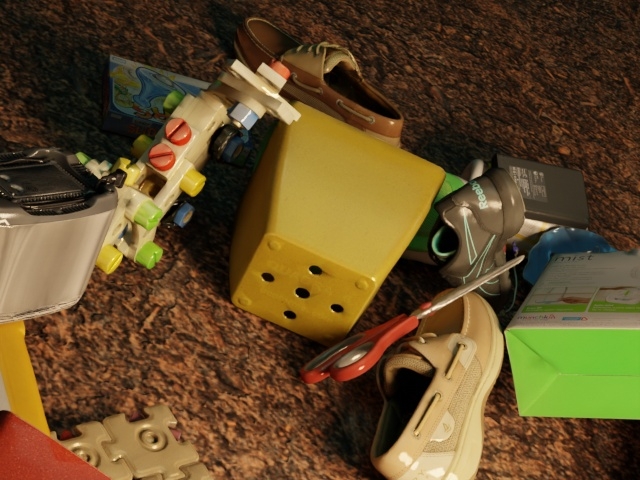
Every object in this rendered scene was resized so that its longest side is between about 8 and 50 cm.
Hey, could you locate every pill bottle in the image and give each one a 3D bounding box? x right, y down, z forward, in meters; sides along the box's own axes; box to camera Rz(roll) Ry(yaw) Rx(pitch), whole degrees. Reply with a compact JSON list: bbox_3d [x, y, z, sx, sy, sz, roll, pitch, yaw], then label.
[{"bbox_3d":[0.279,-0.035,2.067,0.184,0.103,0.103,24,35,-7],"label":"pill bottle"}]

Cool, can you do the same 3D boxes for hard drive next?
[{"bbox_3d":[0.304,-0.068,2.018,0.135,0.022,0.094,10,53,-16],"label":"hard drive"}]

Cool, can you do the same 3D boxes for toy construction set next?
[{"bbox_3d":[-0.173,-0.099,1.701,0.151,0.328,0.215,49,-4,15],"label":"toy construction set"}]

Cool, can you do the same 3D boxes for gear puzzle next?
[{"bbox_3d":[-0.251,0.263,1.383,0.339,0.044,0.175,-11,51,-39],"label":"gear puzzle"}]

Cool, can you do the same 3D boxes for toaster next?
[{"bbox_3d":[-0.309,-0.007,1.500,0.129,0.146,0.227,37,29,29],"label":"toaster"}]

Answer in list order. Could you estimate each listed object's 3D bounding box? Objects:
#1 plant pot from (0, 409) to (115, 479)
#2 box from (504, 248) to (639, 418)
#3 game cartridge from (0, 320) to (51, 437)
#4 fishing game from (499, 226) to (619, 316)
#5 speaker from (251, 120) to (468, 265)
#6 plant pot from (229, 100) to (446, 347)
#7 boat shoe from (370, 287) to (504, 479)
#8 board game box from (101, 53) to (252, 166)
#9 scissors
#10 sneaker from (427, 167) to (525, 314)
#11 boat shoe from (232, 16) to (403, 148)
[{"bbox_3d":[-0.215,0.339,1.117,0.267,0.267,0.235,32,54,7],"label":"plant pot"},{"bbox_3d":[0.385,0.108,1.777,0.262,0.126,0.231,-2,21,24],"label":"box"},{"bbox_3d":[-0.421,0.102,1.414,0.285,0.052,0.323,9,30,-27],"label":"game cartridge"},{"bbox_3d":[0.359,0.066,1.988,0.264,0.041,0.189,14,65,-21],"label":"fishing game"},{"bbox_3d":[0.062,-0.060,1.933,0.297,0.131,0.131,18,36,-14],"label":"speaker"},{"bbox_3d":[0.000,0.000,1.762,0.212,0.212,0.187,25,46,-5],"label":"plant pot"},{"bbox_3d":[0.129,0.156,1.682,0.110,0.122,0.341,39,32,-17],"label":"boat shoe"},{"bbox_3d":[-0.195,-0.176,1.985,0.201,0.035,0.136,14,37,-19],"label":"board game box"},{"bbox_3d":[0.106,0.088,1.722,0.297,0.109,0.021,-33,102,-26],"label":"scissors"},{"bbox_3d":[0.179,0.013,1.825,0.106,0.267,0.101,-20,53,-16],"label":"sneaker"},{"bbox_3d":[0.008,-0.229,2.118,0.324,0.120,0.122,45,37,22],"label":"boat shoe"}]
